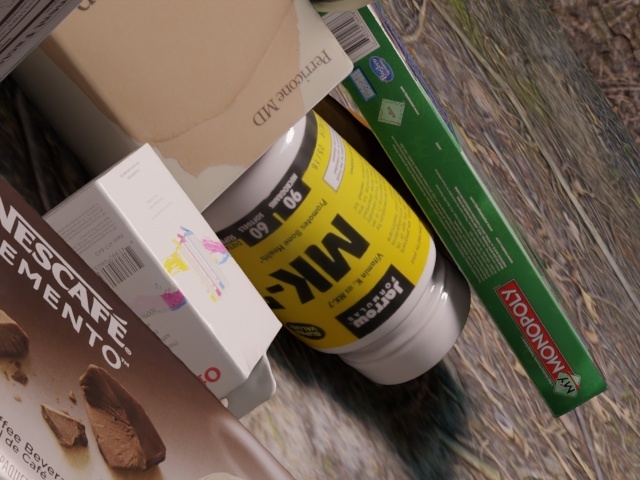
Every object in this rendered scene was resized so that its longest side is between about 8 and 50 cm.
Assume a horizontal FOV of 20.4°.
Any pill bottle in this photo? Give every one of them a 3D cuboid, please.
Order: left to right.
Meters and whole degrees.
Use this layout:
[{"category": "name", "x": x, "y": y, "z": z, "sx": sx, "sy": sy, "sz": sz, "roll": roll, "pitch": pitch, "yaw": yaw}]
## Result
[{"category": "pill bottle", "x": 0.000, "y": 0.000, "z": 1.169, "sx": 0.208, "sy": 0.119, "sz": 0.119, "roll": 41, "pitch": 23, "yaw": -33}]

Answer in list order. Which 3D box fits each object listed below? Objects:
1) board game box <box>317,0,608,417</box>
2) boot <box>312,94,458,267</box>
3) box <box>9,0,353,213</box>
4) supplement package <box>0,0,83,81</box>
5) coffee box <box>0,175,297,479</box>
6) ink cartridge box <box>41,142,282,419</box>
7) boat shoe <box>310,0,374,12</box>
[{"category": "board game box", "x": 0.093, "y": -0.042, "z": 1.265, "sx": 0.317, "sy": 0.046, "sz": 0.213, "roll": 57, "pitch": 7, "yaw": -8}, {"category": "boot", "x": 0.003, "y": -0.059, "z": 1.334, "sx": 0.295, "sy": 0.104, "sz": 0.211, "roll": 50, "pitch": 14, "yaw": -29}, {"category": "box", "x": -0.136, "y": -0.173, "z": 0.998, "sx": 0.311, "sy": 0.148, "sz": 0.121, "roll": 52, "pitch": -19, "yaw": -24}, {"category": "supplement package", "x": -0.233, "y": -0.105, "z": 0.563, "sx": 0.199, "sy": 0.198, "sz": 0.263, "roll": 56, "pitch": 39, "yaw": 3}, {"category": "coffee box", "x": -0.101, "y": 0.127, "z": 0.718, "sx": 0.297, "sy": 0.119, "sz": 0.168, "roll": 48, "pitch": 21, "yaw": -20}, {"category": "ink cartridge box", "x": -0.094, "y": 0.039, "z": 0.925, "sx": 0.143, "sy": 0.092, "sz": 0.090, "roll": 54, "pitch": 18, "yaw": -7}, {"category": "boat shoe", "x": -0.060, "y": -0.266, "z": 1.083, "sx": 0.113, "sy": 0.127, "sz": 0.340, "roll": 38, "pitch": 16, "yaw": -51}]
